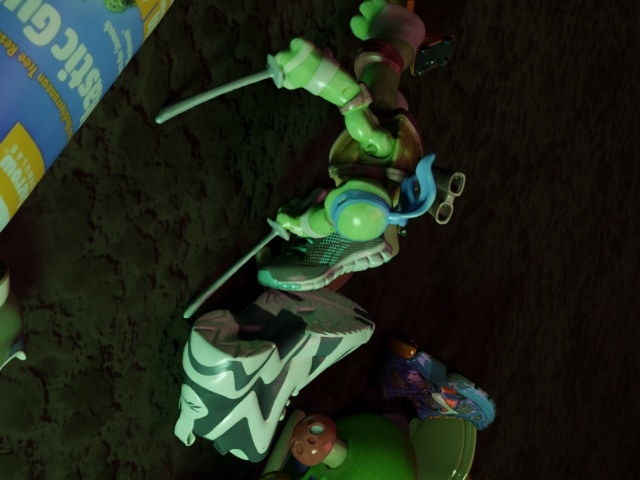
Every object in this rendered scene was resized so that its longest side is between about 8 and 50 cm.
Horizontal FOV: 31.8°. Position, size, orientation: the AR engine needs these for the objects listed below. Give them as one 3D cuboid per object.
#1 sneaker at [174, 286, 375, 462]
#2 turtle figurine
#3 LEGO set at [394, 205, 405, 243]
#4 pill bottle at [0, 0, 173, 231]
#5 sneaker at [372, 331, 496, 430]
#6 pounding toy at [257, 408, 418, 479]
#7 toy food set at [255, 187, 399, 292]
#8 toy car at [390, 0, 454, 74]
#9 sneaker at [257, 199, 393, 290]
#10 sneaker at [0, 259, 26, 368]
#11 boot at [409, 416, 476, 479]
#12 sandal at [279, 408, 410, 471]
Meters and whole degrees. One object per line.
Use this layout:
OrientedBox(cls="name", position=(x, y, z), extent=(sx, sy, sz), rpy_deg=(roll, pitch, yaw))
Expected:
OrientedBox(cls="sneaker", position=(-0.051, 0.135, 1.084), extent=(0.235, 0.094, 0.153), rpy_deg=(-19, 138, -54))
OrientedBox(cls="turtle figurine", position=(-0.009, -0.103, 1.003), extent=(0.198, 0.274, 0.266), rpy_deg=(62, 30, -27))
OrientedBox(cls="LEGO set", position=(0.089, -0.028, 1.309), extent=(0.083, 0.023, 0.054), rpy_deg=(-60, 155, -45))
OrientedBox(cls="pill bottle", position=(-0.208, -0.087, 0.613), extent=(0.272, 0.152, 0.152), rpy_deg=(-59, 150, -20))
OrientedBox(cls="sneaker", position=(0.144, 0.197, 1.464), extent=(0.221, 0.083, 0.087), rpy_deg=(35, 93, -34))
OrientedBox(cls="pounding toy", position=(-0.023, 0.236, 1.121), extent=(0.110, 0.237, 0.183), rpy_deg=(37, 68, -31))
OrientedBox(cls="toy food set", position=(-0.001, 0.006, 1.163), extent=(0.192, 0.038, 0.132), rpy_deg=(-33, 131, -32))
OrientedBox(cls="toy car", position=(0.105, -0.227, 1.179), extent=(0.060, 0.040, 0.122), rpy_deg=(-37, 145, -13))
OrientedBox(cls="sneaker", position=(0.000, 0.000, 1.095), extent=(0.166, 0.065, 0.076), rpy_deg=(-21, 108, -43))
OrientedBox(cls="sneaker", position=(-0.261, 0.100, 0.732), extent=(0.192, 0.064, 0.086), rpy_deg=(-48, 140, -39))
OrientedBox(cls="boot", position=(0.191, 0.343, 1.646), extent=(0.220, 0.109, 0.284), rpy_deg=(-7, 103, -67))
OrientedBox(cls="sandal", position=(0.029, 0.249, 1.362), extent=(0.254, 0.054, 0.097), rpy_deg=(12, 91, -52))
